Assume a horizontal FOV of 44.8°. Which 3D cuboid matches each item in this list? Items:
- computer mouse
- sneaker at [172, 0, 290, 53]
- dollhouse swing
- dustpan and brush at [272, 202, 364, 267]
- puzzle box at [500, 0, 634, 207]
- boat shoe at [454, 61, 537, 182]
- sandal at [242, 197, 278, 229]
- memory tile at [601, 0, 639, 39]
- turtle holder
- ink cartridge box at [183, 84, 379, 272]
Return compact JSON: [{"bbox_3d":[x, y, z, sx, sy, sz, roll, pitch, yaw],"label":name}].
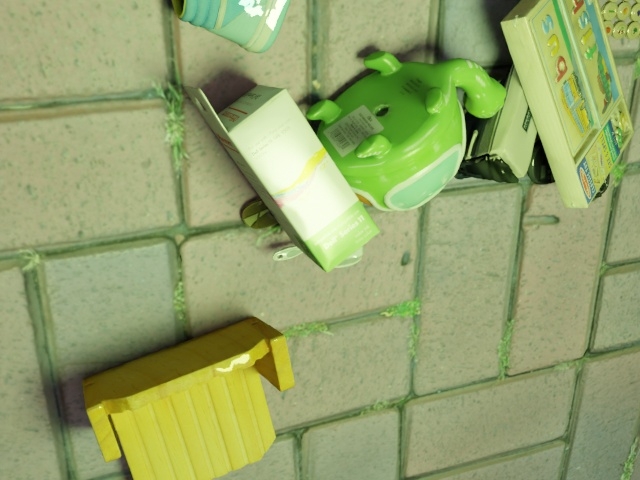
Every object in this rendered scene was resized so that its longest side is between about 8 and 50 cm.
[{"bbox_3d":[0.521,-0.150,1.660,0.262,0.060,0.184,-21,116,-28],"label":"computer mouse"},{"bbox_3d":[-0.131,-0.461,1.180,0.208,0.127,0.319,9,108,-29],"label":"sneaker"},{"bbox_3d":[-0.219,0.349,1.428,0.346,0.315,0.305,-18,99,-17],"label":"dollhouse swing"},{"bbox_3d":[0.000,0.000,1.487,0.211,0.060,0.147,-13,118,-19],"label":"dustpan and brush"},{"bbox_3d":[0.486,-0.302,1.487,0.272,0.052,0.409,-48,123,-32],"label":"puzzle box"},{"bbox_3d":[0.345,-0.263,1.497,0.127,0.158,0.341,44,61,-36],"label":"boat shoe"},{"bbox_3d":[-0.058,-0.068,1.443,0.180,0.049,0.072,-14,111,-2],"label":"sandal"},{"bbox_3d":[0.635,-0.468,1.590,0.148,0.012,0.113,-4,114,-22],"label":"memory tile"},{"bbox_3d":[0.152,-0.197,1.383,0.320,0.243,0.227,-55,138,-20],"label":"turtle holder"},{"bbox_3d":[-0.068,-0.137,1.279,0.119,0.207,0.353,-37,111,-6],"label":"ink cartridge box"}]
